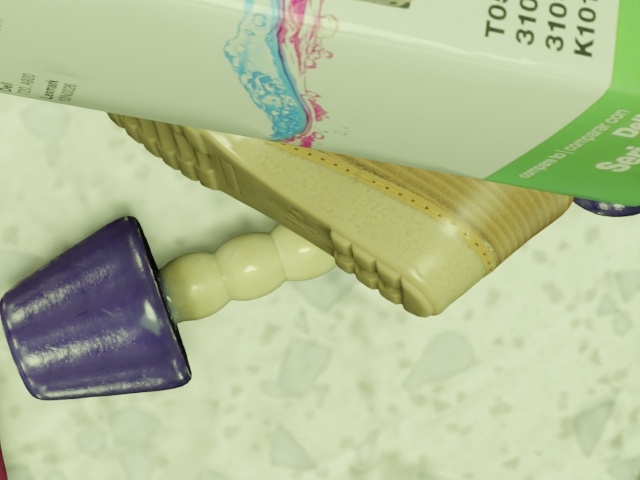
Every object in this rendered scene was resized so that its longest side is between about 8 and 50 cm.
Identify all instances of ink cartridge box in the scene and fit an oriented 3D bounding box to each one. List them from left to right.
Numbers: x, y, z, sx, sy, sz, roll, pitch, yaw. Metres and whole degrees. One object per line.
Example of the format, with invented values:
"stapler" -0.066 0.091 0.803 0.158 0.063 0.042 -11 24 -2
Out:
"ink cartridge box" 0.008 -0.140 0.515 0.278 0.117 0.201 10 77 -14

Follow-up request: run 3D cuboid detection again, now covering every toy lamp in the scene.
"toy lamp" 0.000 0.000 0.675 0.275 0.080 0.080 -21 113 -3

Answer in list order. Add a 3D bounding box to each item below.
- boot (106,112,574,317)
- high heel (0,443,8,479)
"boot" 0.016 -0.109 0.636 0.248 0.090 0.207 36 74 9
"high heel" -0.174 0.080 0.648 0.082 0.117 0.244 -9 112 -8
